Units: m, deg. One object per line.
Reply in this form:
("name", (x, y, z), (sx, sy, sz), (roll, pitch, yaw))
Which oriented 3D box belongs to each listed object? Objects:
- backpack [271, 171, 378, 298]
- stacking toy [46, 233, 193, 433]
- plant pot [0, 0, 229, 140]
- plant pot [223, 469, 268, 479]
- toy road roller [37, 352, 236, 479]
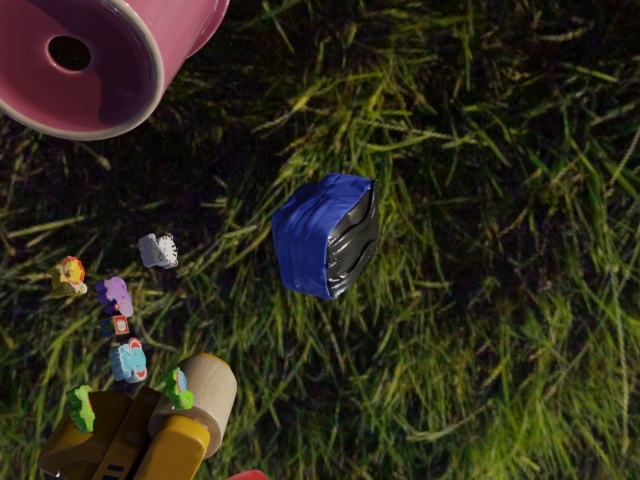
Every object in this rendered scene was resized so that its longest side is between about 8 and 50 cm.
("backpack", (0.000, 0.000, 0.710), (0.101, 0.120, 0.098), (7, 126, 24))
("stacking toy", (-0.240, 0.110, 0.856), (0.167, 0.221, 0.052), (-16, 171, 24))
("plant pot", (-0.166, -0.178, 0.508), (0.201, 0.180, 0.201), (0, 138, 0))
("plant pot", (-0.140, 0.543, 1.272), (0.191, 0.174, 0.191), (-28, 149, -19))
("toy road roller", (-0.308, 0.321, 1.164), (0.240, 0.202, 0.329), (28, 114, -8))
